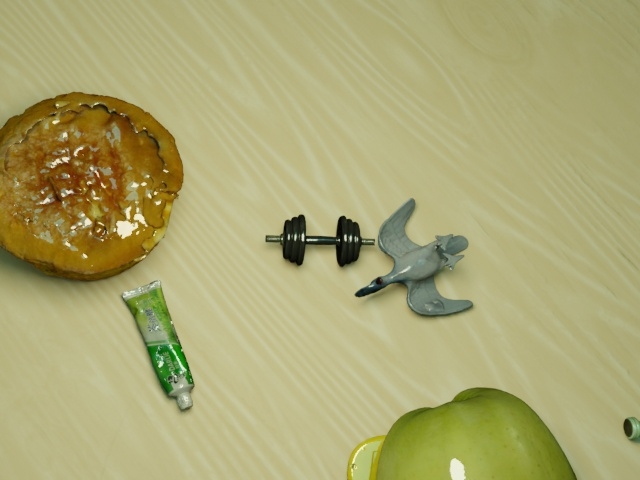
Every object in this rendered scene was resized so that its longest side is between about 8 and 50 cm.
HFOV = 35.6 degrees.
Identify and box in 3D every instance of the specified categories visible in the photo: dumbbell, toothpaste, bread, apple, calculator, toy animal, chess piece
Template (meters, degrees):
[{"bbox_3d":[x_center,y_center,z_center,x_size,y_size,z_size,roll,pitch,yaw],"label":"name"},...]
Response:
[{"bbox_3d":[0.000,0.000,1.885,0.208,0.099,0.099,2,71,-7],"label":"dumbbell"},{"bbox_3d":[-0.286,0.192,1.816,0.078,0.047,0.248,-19,72,-14],"label":"toothpaste"},{"bbox_3d":[-0.428,-0.092,1.819,0.358,0.204,0.337,15,72,3],"label":"bread"},{"bbox_3d":[0.279,0.435,1.736,0.311,0.320,0.360,-26,71,21],"label":"apple"},{"bbox_3d":[0.164,0.425,1.787,0.235,0.032,0.146,10,70,-4],"label":"calculator"},{"bbox_3d":[0.181,0.040,1.893,0.255,0.176,0.239,-15,81,-52],"label":"toy animal"},{"bbox_3d":[0.617,0.348,1.861,0.093,0.042,0.042,-1,71,-13],"label":"chess piece"}]
